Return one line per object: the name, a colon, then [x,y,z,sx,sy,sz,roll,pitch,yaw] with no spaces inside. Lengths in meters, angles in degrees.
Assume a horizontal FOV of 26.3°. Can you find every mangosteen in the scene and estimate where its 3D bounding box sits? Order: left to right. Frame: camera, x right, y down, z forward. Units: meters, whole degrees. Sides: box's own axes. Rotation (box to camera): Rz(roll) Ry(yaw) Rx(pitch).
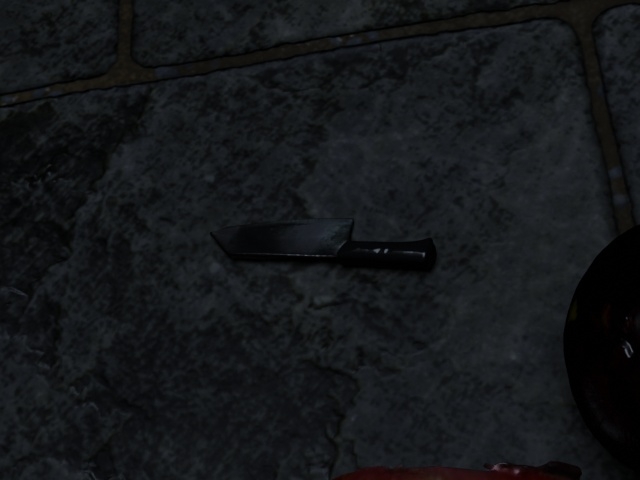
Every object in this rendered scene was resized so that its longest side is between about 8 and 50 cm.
mangosteen: [0.325,0.084,1.117,0.265,0.228,0.228,-13,48,-45]

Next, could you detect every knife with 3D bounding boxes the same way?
knife: [0.000,0.000,1.325,0.230,0.028,0.060,2,49,16]

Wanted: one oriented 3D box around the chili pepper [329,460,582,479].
chili pepper: [0.100,0.332,1.025,0.251,0.229,0.306,3,71,-20]
